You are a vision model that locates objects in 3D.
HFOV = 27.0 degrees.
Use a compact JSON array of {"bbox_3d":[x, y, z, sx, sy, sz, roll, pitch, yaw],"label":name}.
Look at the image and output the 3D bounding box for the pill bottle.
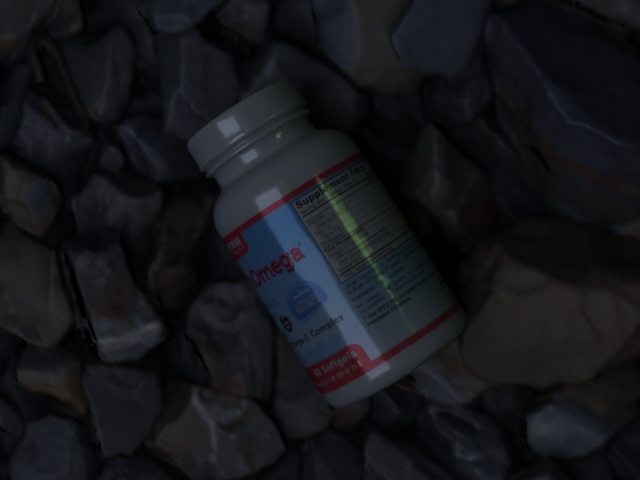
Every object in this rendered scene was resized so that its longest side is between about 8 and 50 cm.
[{"bbox_3d":[0.000,0.000,0.696,0.087,0.087,0.160,-34,89,33],"label":"pill bottle"}]
